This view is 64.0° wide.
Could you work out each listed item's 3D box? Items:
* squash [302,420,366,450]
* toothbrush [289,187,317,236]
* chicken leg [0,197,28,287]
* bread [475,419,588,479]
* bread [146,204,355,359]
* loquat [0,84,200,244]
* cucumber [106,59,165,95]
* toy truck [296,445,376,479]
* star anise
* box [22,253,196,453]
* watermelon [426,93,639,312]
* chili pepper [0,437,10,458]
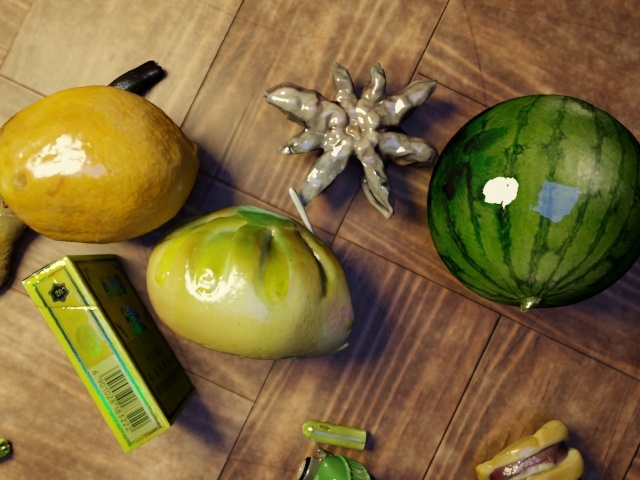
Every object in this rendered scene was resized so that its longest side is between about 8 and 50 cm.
[{"bbox_3d":[0.017,0.256,0.676,0.084,0.027,0.027,11,89,-2],"label":"squash"},{"bbox_3d":[0.000,0.000,0.653,0.017,0.014,0.162,-23,116,6],"label":"toothbrush"},{"bbox_3d":[-0.403,-0.021,0.648,0.085,0.069,0.197,19,96,0],"label":"chicken leg"},{"bbox_3d":[0.292,0.352,0.656,0.134,0.081,0.225,-20,94,-1],"label":"bread"},{"bbox_3d":[-0.085,0.052,0.597,0.261,0.156,0.157,10,105,-3],"label":"bread"},{"bbox_3d":[-0.258,-0.086,0.589,0.235,0.187,0.175,-7,101,-10],"label":"loquat"},{"bbox_3d":[-0.266,-0.192,0.668,0.135,0.034,0.033,-41,86,-2],"label":"cucumber"},{"bbox_3d":[-0.009,0.376,0.626,0.101,0.125,0.242,26,90,-2],"label":"toy truck"},{"bbox_3d":[0.040,-0.132,0.647,0.236,0.093,0.229,32,89,-6],"label":"star anise"},{"bbox_3d":[-0.241,0.122,0.613,0.064,0.141,0.219,-29,91,-1],"label":"box"},{"bbox_3d":[0.243,-0.041,0.583,0.243,0.242,0.242,0,89,-2],"label":"watermelon"},{"bbox_3d":[-0.447,0.275,0.664,0.091,0.034,0.030,-6,56,-1],"label":"chili pepper"}]
